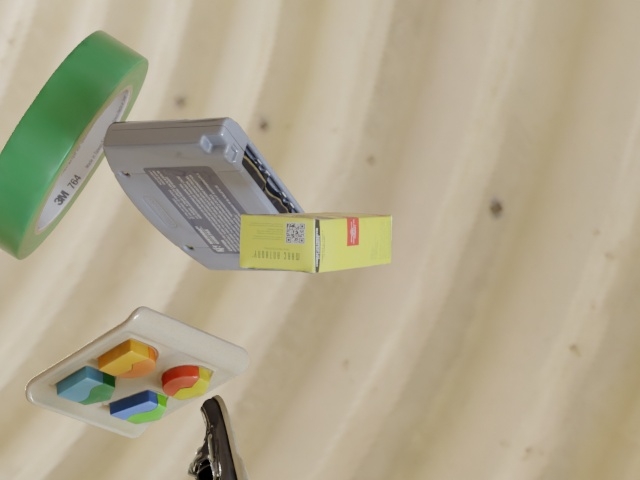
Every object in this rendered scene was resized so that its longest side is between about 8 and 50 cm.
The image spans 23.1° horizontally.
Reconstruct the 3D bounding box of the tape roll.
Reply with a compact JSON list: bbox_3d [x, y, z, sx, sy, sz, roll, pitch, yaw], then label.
[{"bbox_3d":[-0.347,-0.127,2.097,0.321,0.077,0.321,-57,180,0],"label":"tape roll"}]

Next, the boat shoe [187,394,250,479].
[{"bbox_3d":[-0.119,0.244,1.739,0.065,0.075,0.206,-17,-147,-5],"label":"boat shoe"}]

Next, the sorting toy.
[{"bbox_3d":[-0.218,0.168,1.876,0.208,0.193,0.038,-35,-131,27],"label":"sorting toy"}]

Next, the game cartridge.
[{"bbox_3d":[-0.139,-0.055,1.954,0.196,0.294,0.060,-4,-123,25],"label":"game cartridge"}]

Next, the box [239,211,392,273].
[{"bbox_3d":[0.000,0.000,1.658,0.087,0.232,0.058,3,-88,23],"label":"box"}]
